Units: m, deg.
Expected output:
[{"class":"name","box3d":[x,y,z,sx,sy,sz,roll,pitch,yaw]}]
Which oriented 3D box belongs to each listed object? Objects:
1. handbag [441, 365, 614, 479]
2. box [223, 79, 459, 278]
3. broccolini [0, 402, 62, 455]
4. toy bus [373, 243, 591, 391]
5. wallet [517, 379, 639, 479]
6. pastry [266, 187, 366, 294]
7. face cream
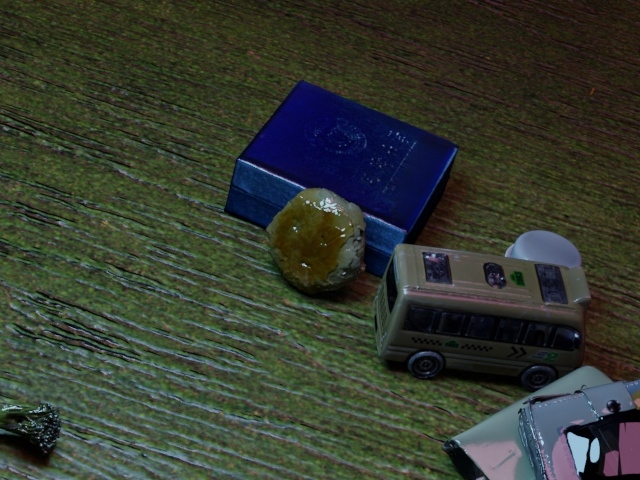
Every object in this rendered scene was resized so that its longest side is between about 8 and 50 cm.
[{"class":"handbag","box3d":[0.295,0.295,1.912,0.315,0.109,0.241,-25,52,-35]},{"class":"box","box3d":[0.037,-0.097,2.300,0.279,0.116,0.261,24,38,8]},{"class":"broccolini","box3d":[-0.417,0.207,1.824,0.216,0.067,0.058,11,34,9]},{"class":"toy bus","box3d":[0.226,0.098,2.082,0.289,0.157,0.139,9,39,-8]},{"class":"wallet","box3d":[0.371,0.248,1.875,0.231,0.069,0.170,-7,57,-6]},{"class":"pastry","box3d":[-0.004,0.001,2.139,0.153,0.153,0.081,26,11,13]},{"class":"face cream","box3d":[0.321,0.051,2.215,0.117,0.104,0.117,10,38,-8]}]
